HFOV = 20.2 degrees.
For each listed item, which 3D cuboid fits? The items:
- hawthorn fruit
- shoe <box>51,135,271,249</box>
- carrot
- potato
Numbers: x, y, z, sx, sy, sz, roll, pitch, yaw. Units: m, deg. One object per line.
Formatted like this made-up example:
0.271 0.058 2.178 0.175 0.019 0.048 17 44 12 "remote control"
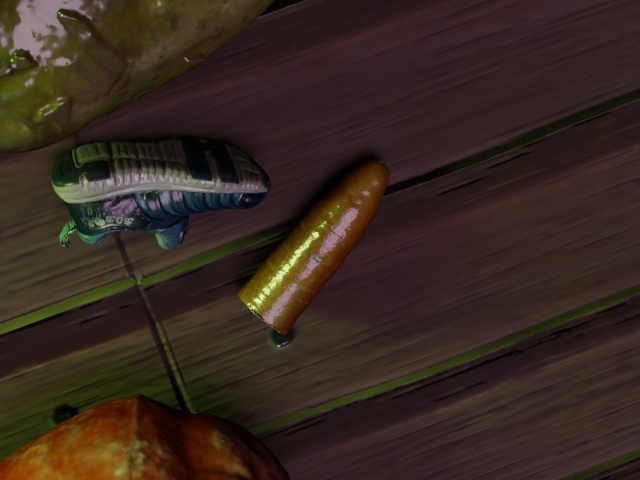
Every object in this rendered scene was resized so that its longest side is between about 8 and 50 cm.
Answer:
-0.115 0.247 1.218 0.242 0.271 0.242 -8 130 -10 "hawthorn fruit"
-0.102 -0.028 1.170 0.143 0.064 0.071 -5 123 -12 "shoe"
0.000 0.000 1.233 0.048 0.048 0.139 29 107 -32 "carrot"
-0.117 -0.170 1.029 0.298 0.141 0.176 -38 139 -1 "potato"
